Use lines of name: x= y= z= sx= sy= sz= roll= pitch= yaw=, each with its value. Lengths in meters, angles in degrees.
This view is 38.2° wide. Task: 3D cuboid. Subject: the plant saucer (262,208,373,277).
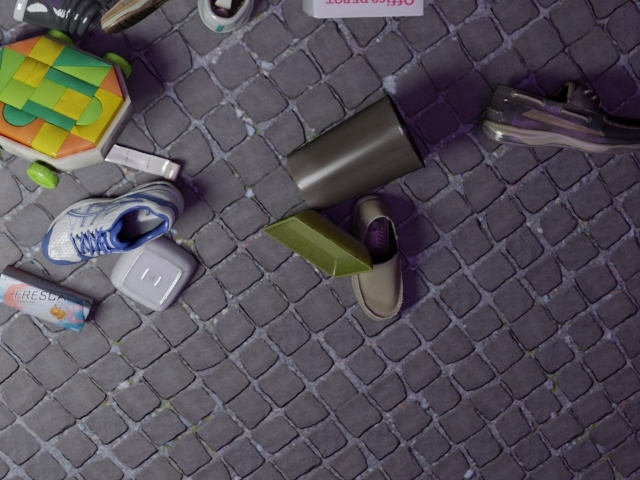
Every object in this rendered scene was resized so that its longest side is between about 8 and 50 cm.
plant saucer: x=0.000 y=0.000 z=1.796 sx=0.188 sy=0.188 sz=0.045 roll=34 pitch=72 yaw=-16

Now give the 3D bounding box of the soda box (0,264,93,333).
soda box: x=-0.542 y=0.114 z=1.801 sx=0.183 sy=0.063 sz=0.058 roll=23 pitch=102 yaw=-14

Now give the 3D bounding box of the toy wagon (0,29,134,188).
toy wagon: x=-0.508 y=-0.252 z=1.622 sx=0.344 sy=0.068 sz=0.267 roll=24 pitch=68 yaw=8

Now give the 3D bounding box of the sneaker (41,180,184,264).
sneaker: x=-0.403 y=-0.023 z=1.736 sx=0.296 sy=0.131 sz=0.112 roll=-24 pitch=113 yaw=9

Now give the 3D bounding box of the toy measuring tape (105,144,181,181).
toy measuring tape: x=-0.423 y=-0.165 z=1.708 sx=0.330 sy=0.121 sz=0.121 roll=18 pitch=103 yaw=-13

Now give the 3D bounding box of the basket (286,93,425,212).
basket: x=0.064 y=-0.157 z=1.753 sx=0.226 sy=0.204 sz=0.154 roll=-26 pitch=86 yaw=11

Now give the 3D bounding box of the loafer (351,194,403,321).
loafer: x=0.112 y=0.046 z=1.855 sx=0.101 sy=0.092 sz=0.269 roll=-11 pitch=108 yaw=-4

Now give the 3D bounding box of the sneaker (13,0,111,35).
sneaker: x=-0.418 y=-0.498 z=1.619 sx=0.146 sy=0.104 sz=0.296 roll=21 pitch=104 yaw=-17

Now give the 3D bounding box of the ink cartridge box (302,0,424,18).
ink cartridge box: x=0.071 y=-0.533 z=1.621 sx=0.198 sy=0.197 sz=0.270 roll=-3 pitch=107 yaw=-6

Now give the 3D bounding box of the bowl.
bowl: x=-0.332 y=0.067 z=1.823 sx=0.142 sy=0.053 sz=0.142 roll=33 pitch=101 yaw=-15

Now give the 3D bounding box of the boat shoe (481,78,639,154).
boat shoe: x=0.496 y=-0.245 z=1.801 sx=0.355 sy=0.132 sz=0.130 roll=2 pitch=106 yaw=-10

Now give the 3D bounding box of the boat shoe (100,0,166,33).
boat shoe: x=-0.324 y=-0.448 z=1.670 sx=0.190 sy=0.068 sz=0.072 roll=-34 pitch=94 yaw=-4

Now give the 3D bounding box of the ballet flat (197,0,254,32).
ballet flat: x=-0.132 y=-0.561 z=1.621 sx=0.139 sy=0.139 sz=0.400 roll=11 pitch=104 yaw=-11
